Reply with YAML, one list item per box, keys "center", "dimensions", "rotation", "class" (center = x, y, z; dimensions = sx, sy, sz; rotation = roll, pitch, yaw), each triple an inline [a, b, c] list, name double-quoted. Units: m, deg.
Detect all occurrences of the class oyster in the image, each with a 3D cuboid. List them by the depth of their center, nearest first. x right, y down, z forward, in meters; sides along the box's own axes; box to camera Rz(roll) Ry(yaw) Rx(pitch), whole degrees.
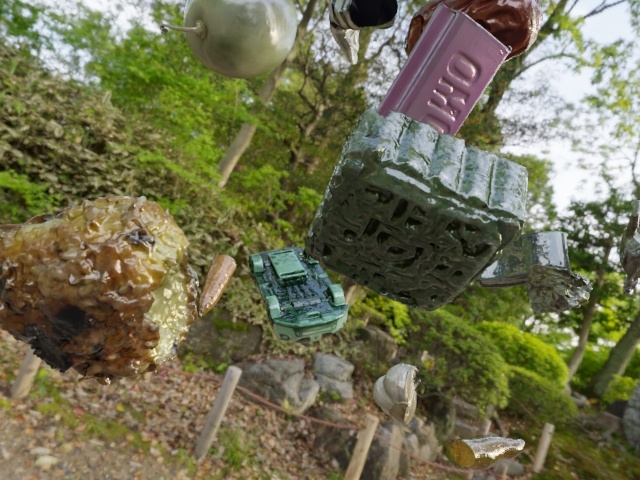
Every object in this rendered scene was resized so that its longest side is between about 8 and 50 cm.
- center: [0.479, 0.102, 1.009]
  dimensions: [0.124, 0.064, 0.177]
  rotation: [20, -25, 40]
  class: "oyster"

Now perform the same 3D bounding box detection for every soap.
- center: [0.170, -0.219, 0.726]
  dimensions: [0.122, 0.203, 0.065]
  rotation: [16, 25, -35]
  class: "soap"

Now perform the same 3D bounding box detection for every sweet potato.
- center: [0.392, 0.497, 1.159]
  dimensions: [0.243, 0.077, 0.077]
  rotation: [14, -1, -34]
  class: "sweet potato"

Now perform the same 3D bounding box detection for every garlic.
- center: [0.257, 0.517, 1.691]
  dimensions: [0.142, 0.178, 0.230]
  rotation: [1, -58, 25]
  class: "garlic"

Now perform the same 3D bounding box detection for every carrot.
- center: [-0.291, 0.128, 1.331]
  dimensions: [0.072, 0.205, 0.072]
  rotation: [8, -47, 9]
  class: "carrot"

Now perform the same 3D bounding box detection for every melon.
- center: [-0.193, -0.534, 1.222]
  dimensions: [0.271, 0.308, 0.272]
  rotation: [14, -43, 14]
  class: "melon"

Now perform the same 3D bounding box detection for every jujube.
- center: [0.286, -0.402, 0.944]
  dimensions: [0.250, 0.174, 0.174]
  rotation: [-22, -31, 27]
  class: "jujube"

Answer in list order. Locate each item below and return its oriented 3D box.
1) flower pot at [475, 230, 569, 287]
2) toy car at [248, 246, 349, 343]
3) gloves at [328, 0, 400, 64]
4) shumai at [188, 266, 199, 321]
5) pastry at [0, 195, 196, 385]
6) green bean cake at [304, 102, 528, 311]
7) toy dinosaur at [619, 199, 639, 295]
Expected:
- center: [0.497, 0.052, 1.234]
  dimensions: [0.229, 0.108, 0.103]
  rotation: [-8, -22, 30]
  class: "flower pot"
- center: [-0.048, 0.108, 0.936]
  dimensions: [0.136, 0.125, 0.306]
  rotation: [-9, 26, -15]
  class: "toy car"
- center: [0.078, -0.460, 1.025]
  dimensions: [0.131, 0.140, 0.219]
  rotation: [44, 2, -23]
  class: "gloves"
- center: [-0.408, 0.147, 1.316]
  dimensions: [0.201, 0.202, 0.120]
  rotation: [27, -3, -33]
  class: "shumai"
- center: [-0.418, 0.091, 0.919]
  dimensions: [0.336, 0.293, 0.405]
  rotation: [11, -40, -1]
  class: "pastry"
- center: [0.088, -0.020, 0.493]
  dimensions: [0.181, 0.094, 0.173]
  rotation: [25, -41, -4]
  class: "green bean cake"
- center: [0.743, 0.030, 1.147]
  dimensions: [0.077, 0.162, 0.294]
  rotation: [12, -17, 40]
  class: "toy dinosaur"
